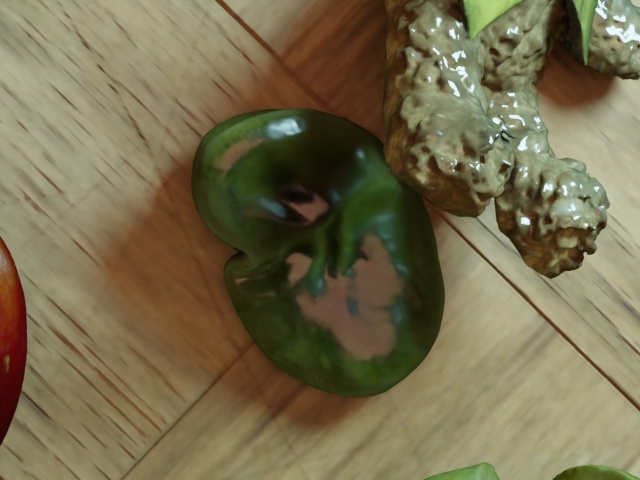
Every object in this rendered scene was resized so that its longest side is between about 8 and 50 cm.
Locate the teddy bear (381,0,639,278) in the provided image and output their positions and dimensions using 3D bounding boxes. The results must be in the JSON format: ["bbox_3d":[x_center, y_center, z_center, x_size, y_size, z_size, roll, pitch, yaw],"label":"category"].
[{"bbox_3d":[0.152,-0.154,1.217,0.222,0.246,0.296,-32,53,23],"label":"teddy bear"}]

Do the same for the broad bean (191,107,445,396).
[{"bbox_3d":[0.000,0.001,1.274,0.153,0.072,0.206,-40,103,-3],"label":"broad bean"}]

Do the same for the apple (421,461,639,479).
[{"bbox_3d":[0.129,0.270,1.164,0.292,0.292,0.254,-2,64,-5],"label":"apple"}]

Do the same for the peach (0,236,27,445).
[{"bbox_3d":[-0.290,0.064,1.176,0.243,0.199,0.243,-13,63,26],"label":"peach"}]
